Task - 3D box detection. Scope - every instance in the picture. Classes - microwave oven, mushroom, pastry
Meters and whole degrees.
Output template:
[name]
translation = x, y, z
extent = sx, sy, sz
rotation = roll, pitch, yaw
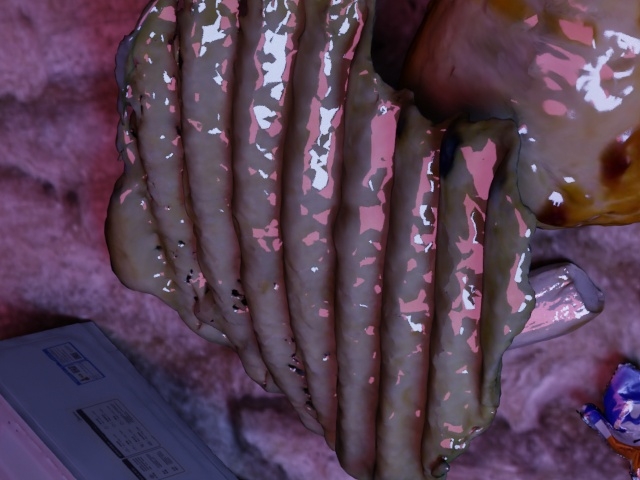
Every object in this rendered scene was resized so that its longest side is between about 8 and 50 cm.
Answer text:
[microwave oven]
translation = -0.187, 0.180, 1.473
extent = 0.208, 0.162, 0.122
rotation = 44, 122, 26
[mushroom]
translation = 0.110, 0.063, 1.426
extent = 0.202, 0.054, 0.059
rotation = -14, 107, 17
[pastry]
translation = 0.169, -0.102, 1.269
extent = 0.237, 0.170, 0.256
rotation = 31, 123, 6

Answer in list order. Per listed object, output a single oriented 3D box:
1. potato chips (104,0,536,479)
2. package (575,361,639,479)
[potato chips]
translation = -0.004, 0.005, 1.339
extent = 0.373, 0.097, 0.389
rotation = 45, 139, 24
[package]
translation = 0.243, 0.141, 1.428
extent = 0.111, 0.033, 0.077
rotation = 38, 95, -17
